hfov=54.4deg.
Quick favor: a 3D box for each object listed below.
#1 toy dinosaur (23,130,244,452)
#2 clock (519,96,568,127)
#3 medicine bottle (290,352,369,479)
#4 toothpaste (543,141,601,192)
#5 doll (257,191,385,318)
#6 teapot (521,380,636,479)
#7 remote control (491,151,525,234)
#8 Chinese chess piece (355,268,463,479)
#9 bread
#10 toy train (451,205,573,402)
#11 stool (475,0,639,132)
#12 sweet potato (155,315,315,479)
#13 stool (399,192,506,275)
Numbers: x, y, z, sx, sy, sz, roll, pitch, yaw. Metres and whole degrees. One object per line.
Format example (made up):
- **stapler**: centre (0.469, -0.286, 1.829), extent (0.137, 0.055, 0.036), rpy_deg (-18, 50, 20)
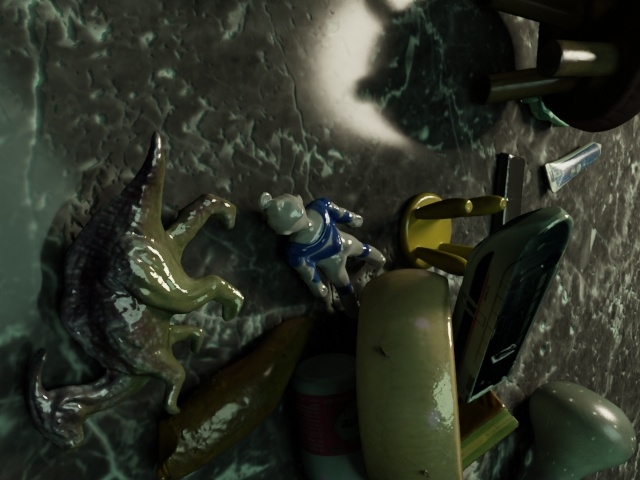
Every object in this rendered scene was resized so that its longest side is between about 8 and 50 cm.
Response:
- **toy dinosaur**: centre (-0.161, 0.057, 0.578), extent (0.162, 0.077, 0.294), rpy_deg (19, 81, -41)
- **clock**: centre (0.397, -0.256, 1.085), extent (0.135, 0.041, 0.101), rpy_deg (6, 90, -41)
- **medicine bottle**: centre (0.021, 0.251, 0.751), extent (0.090, 0.090, 0.217), rpy_deg (-17, 105, -40)
- **toothpaste**: centre (0.478, -0.147, 1.172), extent (0.197, 0.034, 0.057), rpy_deg (-28, 103, -34)
- **doll**: centre (0.000, 0.000, 0.737), extent (0.227, 0.057, 0.114), rpy_deg (44, 71, -45)
- **teapot**: centre (0.415, 0.379, 1.076), extent (0.183, 0.183, 0.251), rpy_deg (42, 78, -36)
- **remote control**: centre (0.308, -0.022, 1.035), extent (0.063, 0.025, 0.246), rpy_deg (5, 90, -38)
- **Chinese chess piece**: centre (0.111, 0.168, 0.738), extent (0.273, 0.102, 0.274), rpy_deg (-4, 90, -77)
- **bread**: centre (0.232, 0.296, 1.000), extent (0.139, 0.084, 0.074), rpy_deg (-42, 125, 4)
- **toy train**: centre (0.221, 0.076, 0.786), extent (0.086, 0.088, 0.407), rpy_deg (-26, 146, -16)
- **stool**: centre (0.356, -0.299, 0.898), extent (0.178, 0.272, 0.272), rpy_deg (2, 92, -16)
- **sweet potato**: centre (-0.077, 0.157, 0.666), extent (0.243, 0.077, 0.077), rpy_deg (-38, 117, -33)
- **stool**: centre (0.183, -0.010, 0.864), extent (0.135, 0.110, 0.134), rpy_deg (51, 61, -34)
